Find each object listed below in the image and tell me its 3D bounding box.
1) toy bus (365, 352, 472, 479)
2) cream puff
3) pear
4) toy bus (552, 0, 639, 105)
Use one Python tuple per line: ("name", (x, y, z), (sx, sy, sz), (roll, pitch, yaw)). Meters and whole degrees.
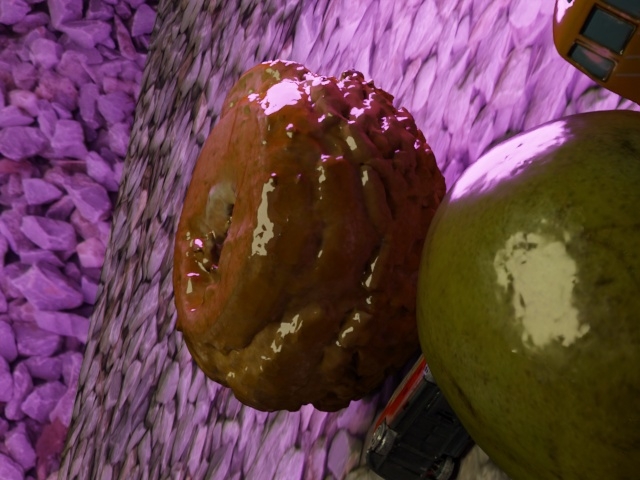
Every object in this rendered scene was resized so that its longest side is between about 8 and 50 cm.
("toy bus", (0.104, 0.136, 1.604), (0.174, 0.079, 0.077), (-57, 13, 39))
("cream puff", (0.000, 0.000, 1.804), (0.343, 0.231, 0.327), (-99, 27, -45))
("pear", (0.187, 0.053, 1.150), (0.253, 0.253, 0.307), (-64, 25, 22))
("toy bus", (0.253, -0.200, 1.357), (0.126, 0.136, 0.209), (-78, 11, -49))
